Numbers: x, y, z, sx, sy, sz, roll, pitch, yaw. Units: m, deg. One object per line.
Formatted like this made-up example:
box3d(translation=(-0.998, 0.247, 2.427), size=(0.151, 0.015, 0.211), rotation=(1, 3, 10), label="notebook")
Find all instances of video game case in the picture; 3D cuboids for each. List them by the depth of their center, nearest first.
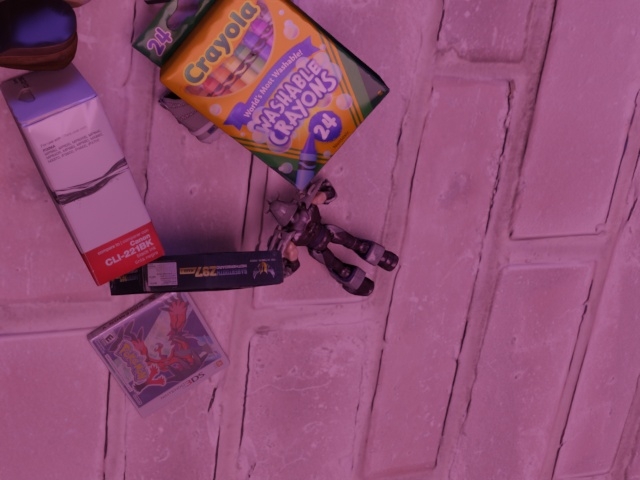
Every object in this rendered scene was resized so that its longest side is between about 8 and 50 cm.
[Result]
box3d(translation=(-0.275, 0.190, 1.804), size=(0.183, 0.023, 0.201), rotation=(-32, 124, -9), label="video game case")

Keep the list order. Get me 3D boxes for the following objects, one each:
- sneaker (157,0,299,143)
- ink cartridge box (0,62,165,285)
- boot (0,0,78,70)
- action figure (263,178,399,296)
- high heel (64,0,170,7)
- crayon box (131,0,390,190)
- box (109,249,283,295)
box3d(translation=(-0.136, -0.282, 1.585), size=(0.115, 0.105, 0.281), rotation=(29, 100, -34), label="sneaker")
box3d(translation=(-0.346, -0.103, 1.517), size=(0.114, 0.197, 0.273), rotation=(-27, 123, -13), label="ink cartridge box")
box3d(translation=(-0.486, -0.271, 1.427), size=(0.305, 0.115, 0.112), rotation=(1, 73, -9), label="boot")
box3d(translation=(0.000, 0.000, 1.789), size=(0.285, 0.099, 0.185), rotation=(35, 89, -38), label="action figure")
box3d(translation=(-0.339, -0.422, 1.453), size=(0.261, 0.093, 0.186), rotation=(-4, 94, -11), label="high heel")
box3d(translation=(-0.087, -0.249, 1.522), size=(0.323, 0.083, 0.203), rotation=(37, 104, -20), label="crayon box")
box3d(translation=(-0.201, 0.053, 1.670), size=(0.233, 0.183, 0.059), rotation=(-2, 87, -28), label="box")
